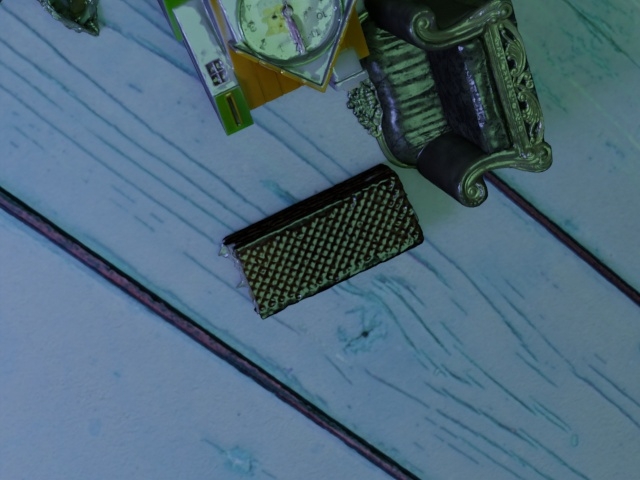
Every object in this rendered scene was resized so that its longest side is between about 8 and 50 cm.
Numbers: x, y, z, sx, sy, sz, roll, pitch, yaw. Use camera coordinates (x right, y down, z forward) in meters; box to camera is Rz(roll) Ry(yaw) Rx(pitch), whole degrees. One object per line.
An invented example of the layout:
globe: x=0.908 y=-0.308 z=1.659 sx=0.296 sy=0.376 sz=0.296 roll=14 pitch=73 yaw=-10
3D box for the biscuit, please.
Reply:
biscuit: x=0.000 y=0.000 z=1.801 sx=0.252 sy=0.070 sz=0.106 roll=-25 pitch=110 yaw=-6

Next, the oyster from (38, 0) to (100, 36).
oyster: x=-0.296 y=-0.297 z=1.660 sx=0.098 sy=0.037 sz=0.100 roll=12 pitch=83 yaw=-36

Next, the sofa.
sofa: x=0.143 y=-0.178 z=1.716 sx=0.182 sy=0.200 sz=0.258 roll=-23 pitch=112 yaw=-9

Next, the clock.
clock: x=-0.065 y=-0.290 z=1.644 sx=0.235 sy=0.166 sz=0.310 roll=-26 pitch=111 yaw=-6
